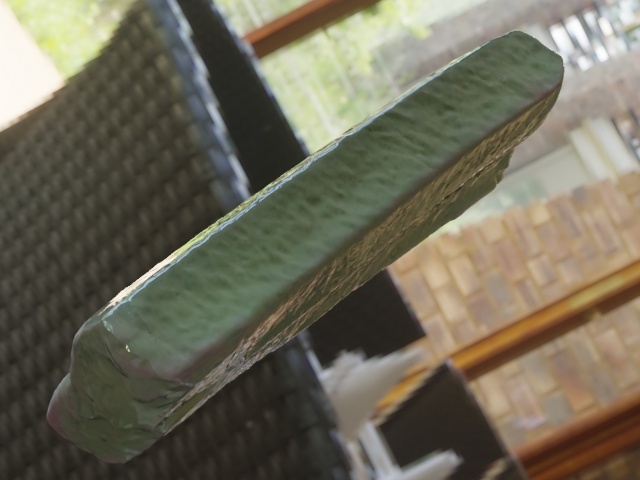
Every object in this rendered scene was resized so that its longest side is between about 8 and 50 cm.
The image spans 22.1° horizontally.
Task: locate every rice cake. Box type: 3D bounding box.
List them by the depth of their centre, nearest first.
[{"bbox_3d":[0.000,0.000,0.543,0.042,0.221,0.080,47,-41,8],"label":"rice cake"}]
